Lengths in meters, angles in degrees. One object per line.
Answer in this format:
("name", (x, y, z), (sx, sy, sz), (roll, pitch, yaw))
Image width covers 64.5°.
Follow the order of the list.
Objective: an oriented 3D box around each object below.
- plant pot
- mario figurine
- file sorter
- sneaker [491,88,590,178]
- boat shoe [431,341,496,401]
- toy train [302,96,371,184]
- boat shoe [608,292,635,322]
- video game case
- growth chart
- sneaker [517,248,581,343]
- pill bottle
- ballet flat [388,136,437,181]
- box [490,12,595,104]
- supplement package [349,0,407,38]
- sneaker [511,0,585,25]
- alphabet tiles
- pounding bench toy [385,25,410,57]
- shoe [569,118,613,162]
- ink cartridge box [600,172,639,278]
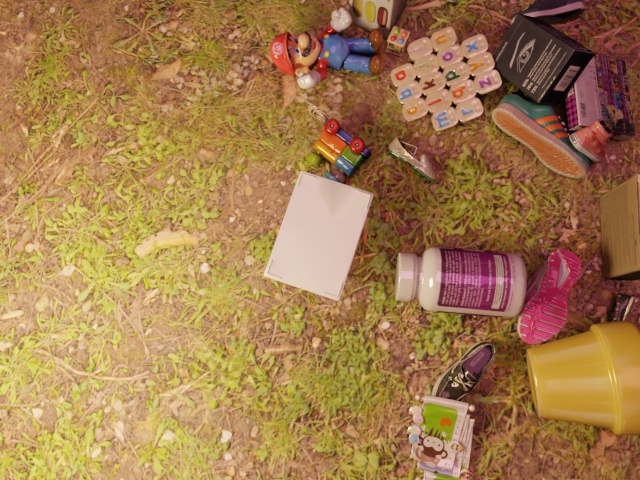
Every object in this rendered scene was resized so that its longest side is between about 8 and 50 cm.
("plant pot", (0.624, 0.326, 1.196), (0.238, 0.254, 0.254), (-8, 78, 16))
("mario figurine", (0.018, -0.535, 1.418), (0.320, 0.170, 0.198), (-2, 44, -5))
("file sorter", (0.000, 0.000, 1.314), (0.192, 0.173, 0.278), (18, 80, 5))
("sneaker", (0.621, -0.299, 1.379), (0.302, 0.108, 0.121), (41, 78, 4))
("boat shoe", (0.361, 0.342, 1.281), (0.077, 0.070, 0.219), (39, 83, 9))
("toy train", (0.006, -0.269, 1.413), (0.248, 0.105, 0.143), (38, 96, 9))
("boat shoe", (0.767, 0.201, 1.307), (0.042, 0.048, 0.133), (19, 89, 40))
("video game case", (0.759, -0.400, 1.387), (0.210, 0.042, 0.232), (3, 78, -21))
("growth chart", (0.302, 0.501, 1.258), (0.171, 0.021, 0.238), (2, 92, 4))
("sneaker", (0.571, 0.150, 1.287), (0.102, 0.111, 0.252), (29, 79, 10))
("pill bottle", (0.343, 0.102, 1.280), (0.301, 0.169, 0.170), (5, 79, 3))
("ballet flat", (0.263, -0.228, 1.402), (0.168, 0.057, 0.052), (37, 111, 9))
("box", (0.581, -0.482, 1.349), (0.108, 0.153, 0.207), (-8, 49, -35))
("supplement package", (0.168, -0.707, 1.411), (0.138, 0.244, 0.134), (27, 80, 8))
("sneaker", (0.633, -0.707, 1.462), (0.226, 0.086, 0.164), (-17, 89, -11))
("alphabet tiles", (0.351, -0.457, 1.436), (0.277, 0.021, 0.285), (-19, 78, 15))
("pounding bench toy", (0.231, -0.593, 1.476), (0.052, 0.065, 0.083), (23, 80, 7))
("shoe", (0.728, -0.260, 1.325), (0.081, 0.177, 0.064), (-35, 58, 39))
("ink cartridge box", (0.791, -0.027, 1.272), (0.088, 0.193, 0.235), (4, 79, 4))
